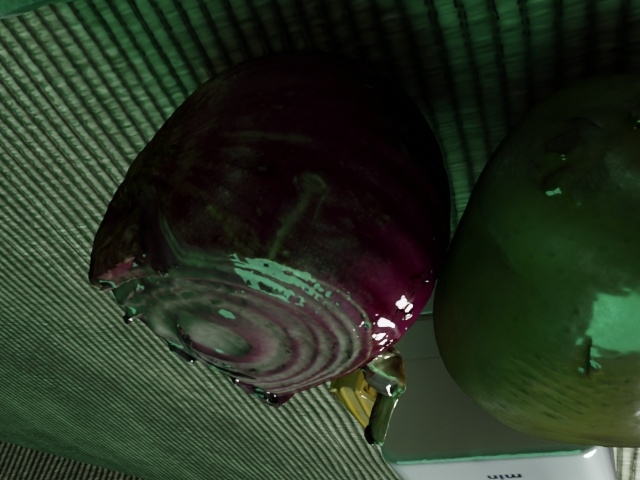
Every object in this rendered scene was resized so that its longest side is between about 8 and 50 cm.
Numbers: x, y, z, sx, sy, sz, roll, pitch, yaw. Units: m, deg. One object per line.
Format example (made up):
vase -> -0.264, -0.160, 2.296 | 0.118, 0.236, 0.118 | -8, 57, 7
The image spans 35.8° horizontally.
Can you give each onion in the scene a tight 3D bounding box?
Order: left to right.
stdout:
onion -> -0.016, -0.022, 0.712 | 0.272, 0.256, 0.230 | 15, 135, -41

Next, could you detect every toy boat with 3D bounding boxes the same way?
toy boat -> 0.114, 0.224, 1.336 | 0.115, 0.089, 0.310 | 8, 155, 28

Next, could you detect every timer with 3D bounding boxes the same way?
timer -> 0.173, 0.145, 0.952 | 0.193, 0.194, 0.195 | -7, 148, 17

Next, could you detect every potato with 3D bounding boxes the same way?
potato -> 0.208, 0.027, 0.681 | 0.243, 0.221, 0.326 | 17, 151, 1

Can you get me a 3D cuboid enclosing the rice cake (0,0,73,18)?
rice cake -> -0.142, -0.207, 0.647 | 0.290, 0.051, 0.081 | -6, 113, 42
